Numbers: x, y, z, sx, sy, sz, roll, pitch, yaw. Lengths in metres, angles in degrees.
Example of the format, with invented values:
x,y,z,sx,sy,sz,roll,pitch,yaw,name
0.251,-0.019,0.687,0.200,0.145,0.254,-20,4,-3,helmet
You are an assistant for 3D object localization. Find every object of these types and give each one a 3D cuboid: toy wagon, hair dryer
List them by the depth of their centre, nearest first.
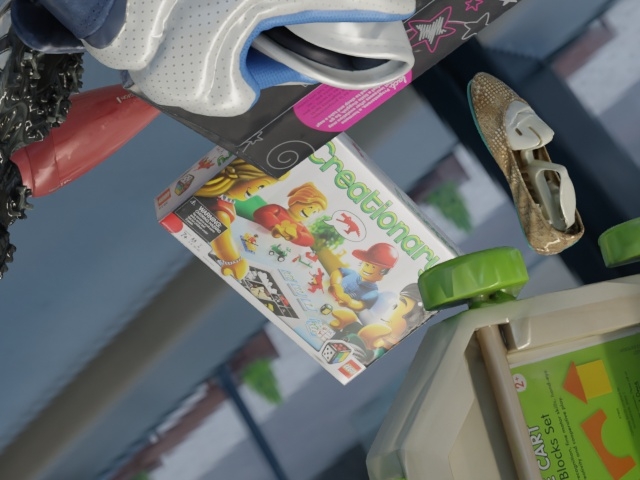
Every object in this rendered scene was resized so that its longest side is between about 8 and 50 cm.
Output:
x,y,z,sx,sy,sz,roll,pitch,yaw,name
0.123,0.133,0.830,0.344,0.267,0.068,-11,170,-27,toy wagon
-0.293,-0.151,1.630,0.293,0.224,0.080,11,164,-13,hair dryer

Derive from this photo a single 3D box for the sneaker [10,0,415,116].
x,y,z,sx,sy,sz,roll,pitch,yaw,name
-0.022,-0.181,0.826,0.130,0.236,0.323,-39,-179,46,sneaker

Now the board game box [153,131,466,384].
x,y,z,sx,sy,sz,roll,pitch,yaw,name
0.000,0.000,1.730,0.193,0.053,0.305,-39,122,13,board game box

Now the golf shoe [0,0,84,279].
x,y,z,sx,sy,sz,roll,pitch,yaw,name
-0.187,-0.072,0.878,0.094,0.198,0.077,6,144,16,golf shoe

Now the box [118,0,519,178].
x,y,z,sx,sy,sz,roll,pitch,yaw,name
-0.004,-0.186,1.080,0.247,0.142,0.163,-36,140,22,box

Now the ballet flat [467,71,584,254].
x,y,z,sx,sy,sz,roll,pitch,yaw,name
0.218,-0.083,1.701,0.067,0.206,0.073,-11,-159,46,ballet flat
